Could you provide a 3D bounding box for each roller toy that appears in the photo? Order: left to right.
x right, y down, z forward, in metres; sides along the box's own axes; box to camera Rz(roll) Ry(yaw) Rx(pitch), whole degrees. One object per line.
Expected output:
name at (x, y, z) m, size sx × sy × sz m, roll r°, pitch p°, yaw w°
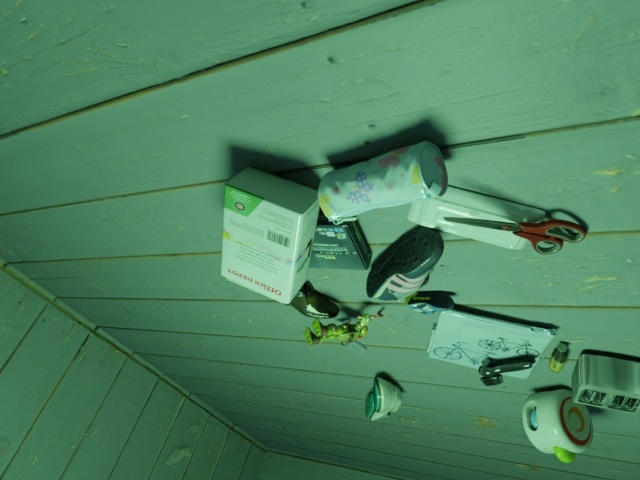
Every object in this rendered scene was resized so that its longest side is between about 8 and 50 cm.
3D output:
roller toy at (0.752, 0.578, 1.600) m, size 0.146 × 0.209 × 0.191 m, roll -36°, pitch 82°, yaw 52°

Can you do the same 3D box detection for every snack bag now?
snack bag at (0.490, 0.307, 1.498) m, size 0.322 × 0.037 × 0.343 m, roll 11°, pitch 146°, yaw 14°

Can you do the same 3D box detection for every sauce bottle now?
sauce bottle at (0.679, 0.333, 1.428) m, size 0.042 × 0.042 × 0.128 m, roll 6°, pitch 142°, yaw 21°

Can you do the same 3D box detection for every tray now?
tray at (0.330, -0.046, 1.095) m, size 0.270 × 0.030 × 0.145 m, roll 16°, pitch 145°, yaw 8°

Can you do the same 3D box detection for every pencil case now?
pencil case at (0.122, -0.114, 1.028) m, size 0.273 × 0.124 × 0.113 m, roll -14°, pitch 133°, yaw 40°

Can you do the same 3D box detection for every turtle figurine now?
turtle figurine at (0.065, 0.292, 1.589) m, size 0.217 × 0.087 × 0.269 m, roll 0°, pitch 162°, yaw -27°

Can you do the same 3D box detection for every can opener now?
can opener at (0.551, 0.377, 1.488) m, size 0.186 × 0.059 × 0.073 m, roll -33°, pitch 94°, yaw 39°

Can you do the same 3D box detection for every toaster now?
toaster at (0.797, 0.391, 1.381) m, size 0.168 × 0.110 × 0.186 m, roll 6°, pitch 143°, yaw 20°

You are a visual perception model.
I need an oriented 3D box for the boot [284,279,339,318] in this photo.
boot at (-0.044, 0.178, 1.569) m, size 0.219 × 0.082 × 0.106 m, roll 17°, pitch 149°, yaw 9°

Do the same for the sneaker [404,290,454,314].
sneaker at (0.311, 0.177, 1.400) m, size 0.144 × 0.053 × 0.059 m, roll 1°, pitch 142°, yaw 41°

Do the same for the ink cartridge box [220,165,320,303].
ink cartridge box at (-0.126, -0.010, 1.220) m, size 0.201 × 0.117 × 0.278 m, roll 22°, pitch 128°, yaw 14°

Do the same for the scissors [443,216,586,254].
scissors at (0.402, -0.033, 1.020) m, size 0.297 × 0.021 × 0.109 m, roll 17°, pitch 145°, yaw -17°

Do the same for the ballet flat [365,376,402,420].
ballet flat at (0.266, 0.647, 2.041) m, size 0.139 × 0.139 × 0.400 m, roll 16°, pitch 150°, yaw 7°

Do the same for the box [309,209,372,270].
box at (0.000, 0.000, 1.311) m, size 0.232 × 0.059 × 0.183 m, roll 2°, pitch 142°, yaw 28°

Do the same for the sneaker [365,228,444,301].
sneaker at (0.237, 0.068, 1.260) m, size 0.131 × 0.112 × 0.319 m, roll 13°, pitch 152°, yaw -18°

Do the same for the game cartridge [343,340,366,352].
game cartridge at (0.125, 0.383, 1.824) m, size 0.083 × 0.017 × 0.056 m, roll 32°, pitch 149°, yaw -16°
